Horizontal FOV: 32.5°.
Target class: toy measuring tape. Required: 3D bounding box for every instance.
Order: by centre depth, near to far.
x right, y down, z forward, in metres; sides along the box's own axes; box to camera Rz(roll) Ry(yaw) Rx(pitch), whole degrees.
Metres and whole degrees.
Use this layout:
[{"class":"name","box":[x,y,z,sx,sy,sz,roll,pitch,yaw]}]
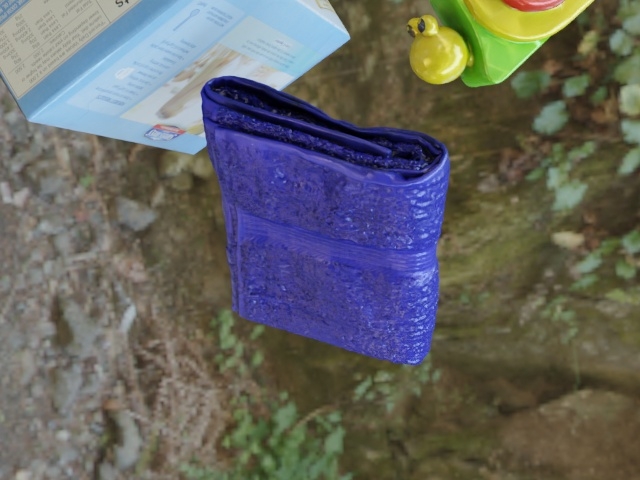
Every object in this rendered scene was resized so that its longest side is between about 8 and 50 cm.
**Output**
[{"class":"toy measuring tape","box":[0.178,-0.240,0.806,0.330,0.121,0.121,-43,140,-11]}]

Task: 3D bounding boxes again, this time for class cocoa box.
[{"class":"cocoa box","box":[-0.160,-0.245,1.046,0.228,0.231,0.347,58,15,10]}]

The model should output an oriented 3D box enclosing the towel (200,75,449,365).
[{"class":"towel","box":[0.000,0.000,1.019,0.076,0.227,0.308,-59,159,-32]}]
